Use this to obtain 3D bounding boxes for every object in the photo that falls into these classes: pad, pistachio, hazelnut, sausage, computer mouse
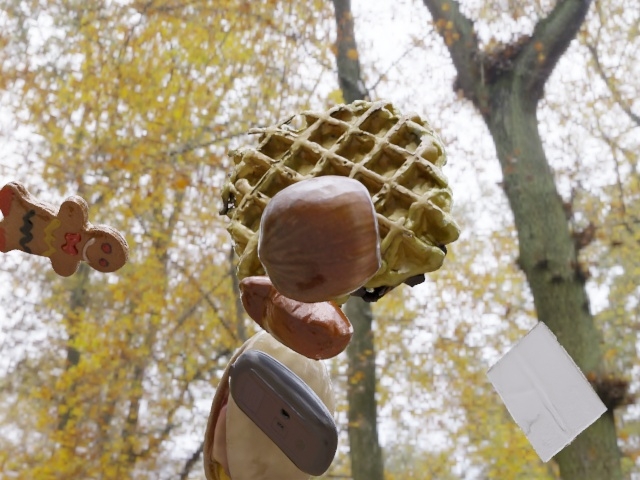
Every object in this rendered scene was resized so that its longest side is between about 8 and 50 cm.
[{"bbox_3d":[0.405,0.271,1.754,0.004,0.232,0.156,29,-69,-40],"label":"pad"},{"bbox_3d":[-0.091,0.306,1.692,0.229,0.309,0.230,20,-13,5],"label":"pistachio"},{"bbox_3d":[0.000,0.000,1.148,0.150,0.150,0.150,3,-37,2],"label":"hazelnut"},{"bbox_3d":[-0.033,0.102,1.316,0.179,0.089,0.089,31,-26,29],"label":"sausage"},{"bbox_3d":[-0.056,0.271,1.533,0.057,0.232,0.120,-15,-45,-48],"label":"computer mouse"}]

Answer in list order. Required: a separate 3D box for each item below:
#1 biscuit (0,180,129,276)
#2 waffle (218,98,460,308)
[{"bbox_3d":[-0.457,-0.008,1.690,0.250,0.036,0.166,20,-59,1],"label":"biscuit"},{"bbox_3d":[0.023,-0.068,1.516,0.379,0.382,0.095,-16,-37,4],"label":"waffle"}]
